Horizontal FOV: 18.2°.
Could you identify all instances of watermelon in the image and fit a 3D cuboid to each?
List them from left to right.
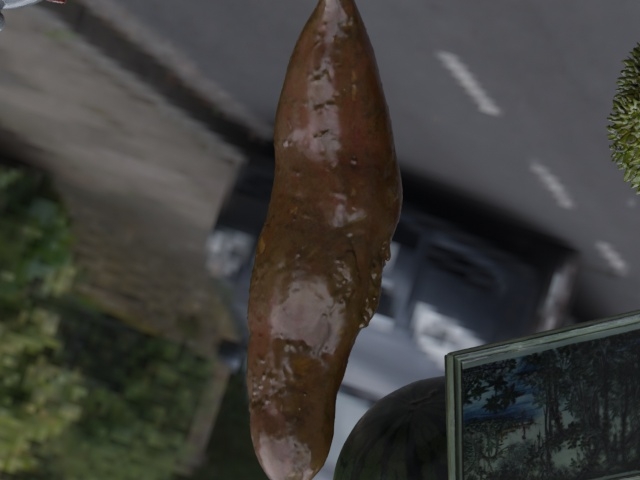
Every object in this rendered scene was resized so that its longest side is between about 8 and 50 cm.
[{"bbox_3d":[0.109,0.212,1.556,0.212,0.212,0.212,17,172,3],"label":"watermelon"}]

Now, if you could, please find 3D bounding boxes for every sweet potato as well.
[{"bbox_3d":[0.005,-0.004,1.401,0.095,0.354,0.106,8,-176,17],"label":"sweet potato"}]

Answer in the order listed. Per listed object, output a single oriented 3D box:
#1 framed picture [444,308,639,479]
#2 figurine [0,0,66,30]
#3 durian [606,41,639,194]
[{"bbox_3d":[0.171,0.119,1.392,0.183,0.142,0.011,-14,143,22],"label":"framed picture"},{"bbox_3d":[-0.268,-0.263,1.626,0.183,0.160,0.226,32,-157,-34],"label":"figurine"},{"bbox_3d":[0.289,-0.083,1.449,0.159,0.146,0.198,6,-151,16],"label":"durian"}]
